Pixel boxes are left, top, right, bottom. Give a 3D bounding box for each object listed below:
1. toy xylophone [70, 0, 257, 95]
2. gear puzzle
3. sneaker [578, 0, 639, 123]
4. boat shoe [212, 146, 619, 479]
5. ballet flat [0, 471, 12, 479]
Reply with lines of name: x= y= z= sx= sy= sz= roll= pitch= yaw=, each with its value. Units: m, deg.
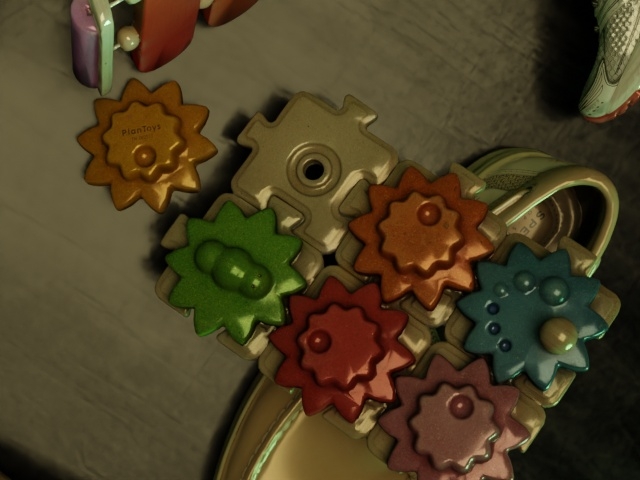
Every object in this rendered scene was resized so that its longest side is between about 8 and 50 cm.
toy xylophone: x=-0.015 y=-0.205 z=0.693 sx=0.322 sy=0.236 sz=0.081 roll=-32 pitch=85 yaw=-7
gear puzzle: x=0.000 y=0.000 z=0.746 sx=0.339 sy=0.044 sz=0.175 roll=35 pitch=83 yaw=12
sneaker: x=0.193 y=-0.188 z=0.822 sx=0.092 sy=0.088 sz=0.225 roll=9 pitch=95 yaw=7
boat shoe: x=0.054 y=0.080 z=0.800 sx=0.121 sy=0.110 sz=0.341 roll=38 pitch=88 yaw=-15
ballet flat: x=-0.152 y=0.218 z=0.765 sx=0.342 sy=0.124 sz=0.116 roll=34 pitch=89 yaw=-15
